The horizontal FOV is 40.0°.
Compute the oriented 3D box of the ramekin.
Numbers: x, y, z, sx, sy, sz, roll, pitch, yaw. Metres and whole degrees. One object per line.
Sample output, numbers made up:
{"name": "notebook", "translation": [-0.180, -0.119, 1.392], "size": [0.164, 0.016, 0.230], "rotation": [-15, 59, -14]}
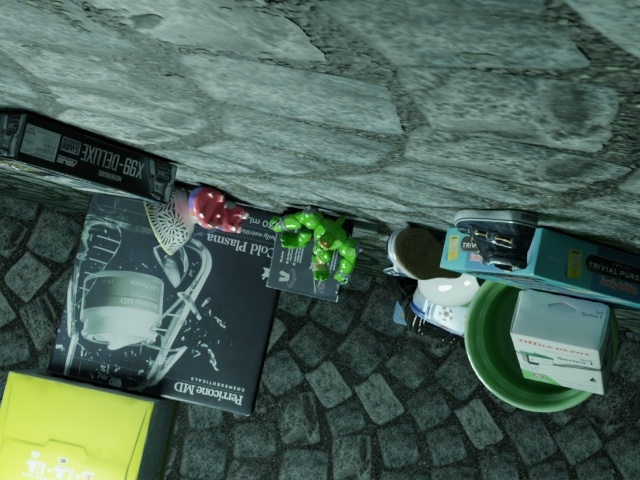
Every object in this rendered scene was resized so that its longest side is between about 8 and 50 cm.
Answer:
{"name": "ramekin", "translation": [0.462, 0.190, 1.804], "size": [0.304, 0.303, 0.148], "rotation": [11, -177, 25]}

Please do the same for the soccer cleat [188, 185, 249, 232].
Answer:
{"name": "soccer cleat", "translation": [-0.235, -0.069, 1.866], "size": [0.095, 0.083, 0.248], "rotation": [23, 179, 19]}

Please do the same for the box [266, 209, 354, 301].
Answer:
{"name": "box", "translation": [-0.021, 0.031, 1.873], "size": [0.158, 0.155, 0.093], "rotation": [12, -164, 3]}

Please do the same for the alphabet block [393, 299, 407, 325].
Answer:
{"name": "alphabet block", "translation": [0.360, 0.182, 2.608], "size": [0.193, 0.192, 0.197], "rotation": [11, 177, 41]}

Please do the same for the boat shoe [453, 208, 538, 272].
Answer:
{"name": "boat shoe", "translation": [0.248, 0.000, 1.302], "size": [0.065, 0.083, 0.183], "rotation": [14, 175, -21]}

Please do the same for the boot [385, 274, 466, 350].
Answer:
{"name": "boot", "translation": [0.359, 0.180, 2.392], "size": [0.348, 0.131, 0.260], "rotation": [20, -162, -14]}

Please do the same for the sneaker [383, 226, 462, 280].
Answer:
{"name": "sneaker", "translation": [0.168, 0.026, 1.768], "size": [0.153, 0.099, 0.282], "rotation": [7, 176, 35]}

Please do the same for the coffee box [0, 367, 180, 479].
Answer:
{"name": "coffee box", "translation": [-0.548, 0.497, 2.053], "size": [0.338, 0.338, 0.334], "rotation": [11, 174, 4]}

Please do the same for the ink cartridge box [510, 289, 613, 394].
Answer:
{"name": "ink cartridge box", "translation": [0.443, 0.188, 1.603], "size": [0.160, 0.092, 0.219], "rotation": [9, 155, 25]}

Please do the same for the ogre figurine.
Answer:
{"name": "ogre figurine", "translation": [0.000, 0.000, 1.760], "size": [0.097, 0.197, 0.118], "rotation": [-32, 172, -43]}

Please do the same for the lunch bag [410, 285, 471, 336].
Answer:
{"name": "lunch bag", "translation": [0.391, 0.160, 2.162], "size": [0.303, 0.114, 0.243], "rotation": [26, -158, 19]}

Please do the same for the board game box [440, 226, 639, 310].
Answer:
{"name": "board game box", "translation": [0.417, 0.051, 1.496], "size": [0.336, 0.079, 0.254], "rotation": [15, 175, -26]}

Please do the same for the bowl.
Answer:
{"name": "bowl", "translation": [-0.308, -0.062, 1.858], "size": [0.080, 0.170, 0.170], "rotation": [-20, 173, 3]}

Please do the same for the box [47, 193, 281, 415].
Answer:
{"name": "box", "translation": [-0.342, 0.132, 2.124], "size": [0.480, 0.471, 0.297], "rotation": [12, 176, -2]}

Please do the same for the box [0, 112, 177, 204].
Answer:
{"name": "box", "translation": [-0.442, -0.141, 1.504], "size": [0.243, 0.076, 0.307], "rotation": [9, 175, 41]}

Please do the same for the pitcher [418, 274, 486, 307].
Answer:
{"name": "pitcher", "translation": [0.339, 0.084, 1.985], "size": [0.178, 0.125, 0.207], "rotation": [-3, 174, -37]}
